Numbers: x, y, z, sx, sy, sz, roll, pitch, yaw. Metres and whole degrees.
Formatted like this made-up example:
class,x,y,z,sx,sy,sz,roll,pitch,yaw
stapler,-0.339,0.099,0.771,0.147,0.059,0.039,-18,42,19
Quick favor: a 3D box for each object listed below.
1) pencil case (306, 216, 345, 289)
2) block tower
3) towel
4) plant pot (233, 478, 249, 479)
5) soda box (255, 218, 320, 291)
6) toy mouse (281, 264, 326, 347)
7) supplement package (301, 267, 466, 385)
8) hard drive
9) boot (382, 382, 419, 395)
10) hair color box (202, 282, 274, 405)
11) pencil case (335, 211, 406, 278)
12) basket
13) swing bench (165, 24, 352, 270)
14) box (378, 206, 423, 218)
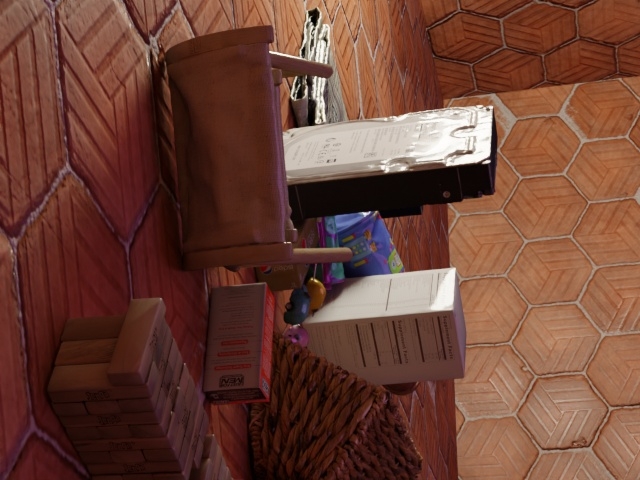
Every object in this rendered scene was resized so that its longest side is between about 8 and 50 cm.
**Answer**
class,x,y,z,sx,sy,sz,roll,pitch,yaw
pencil case,0.000,0.000,2.032,0.070,0.065,0.151,-117,-162,-78
block tower,-0.151,0.202,1.153,0.091,0.097,0.335,-83,164,-48
towel,0.017,-0.211,2.241,0.312,0.056,0.324,-82,161,-49
plant pot,0.010,0.407,1.449,0.275,0.243,0.275,-6,90,-78
soda box,-0.046,0.009,1.810,0.181,0.061,0.058,-71,152,-64
toy mouse,-0.030,0.117,1.830,0.143,0.031,0.161,-49,154,-55
supplement package,0.108,0.144,2.037,0.139,0.244,0.133,-74,156,-59
hard drive,0.086,-0.116,1.827,0.237,0.339,0.064,-71,153,-62
boot,0.130,0.140,2.408,0.220,0.109,0.283,81,2,-67
hair color box,-0.096,0.123,1.496,0.043,0.072,0.141,67,22,-55
pencil case,0.101,0.079,2.161,0.306,0.119,0.133,62,37,-20
basket,-0.018,0.298,1.740,0.213,0.223,0.299,-55,153,-18
swing bench,-0.084,-0.094,1.458,0.255,0.165,0.253,7,78,-72
box,0.123,-0.114,2.450,0.158,0.156,0.093,-74,156,-61
